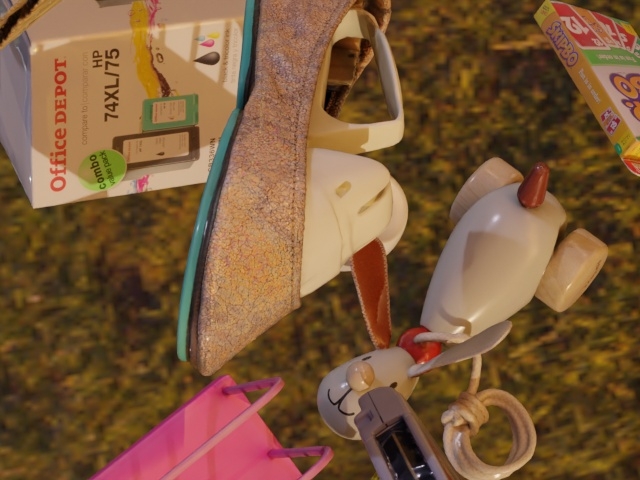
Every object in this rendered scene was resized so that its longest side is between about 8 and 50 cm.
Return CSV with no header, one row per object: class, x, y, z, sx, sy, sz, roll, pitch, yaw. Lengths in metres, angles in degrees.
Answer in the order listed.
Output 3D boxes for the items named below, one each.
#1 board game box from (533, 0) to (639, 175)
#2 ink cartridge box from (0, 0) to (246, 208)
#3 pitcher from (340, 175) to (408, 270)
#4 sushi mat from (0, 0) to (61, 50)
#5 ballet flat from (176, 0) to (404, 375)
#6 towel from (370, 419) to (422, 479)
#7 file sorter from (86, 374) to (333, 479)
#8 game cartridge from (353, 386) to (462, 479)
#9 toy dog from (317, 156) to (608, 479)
board game box,0.326,-0.154,1.874,0.039,0.124,0.259,-53,41,34
ink cartridge box,-0.194,-0.181,1.830,0.197,0.270,0.198,-124,31,-47
pitcher,0.000,0.000,2.063,0.207,0.125,0.177,-14,52,55
sushi mat,-0.129,-0.246,1.348,0.019,0.316,0.151,49,143,-5
ballet flat,-0.007,-0.053,1.017,0.107,0.106,0.316,93,-175,-50
towel,0.113,0.296,1.752,0.021,0.102,0.237,-1,126,36
file sorter,-0.044,0.279,1.424,0.290,0.202,0.182,55,159,-6
game cartridge,0.122,0.261,1.451,0.196,0.060,0.294,59,-179,-29
toy dog,0.138,0.042,1.675,0.220,0.333,0.161,19,150,13
